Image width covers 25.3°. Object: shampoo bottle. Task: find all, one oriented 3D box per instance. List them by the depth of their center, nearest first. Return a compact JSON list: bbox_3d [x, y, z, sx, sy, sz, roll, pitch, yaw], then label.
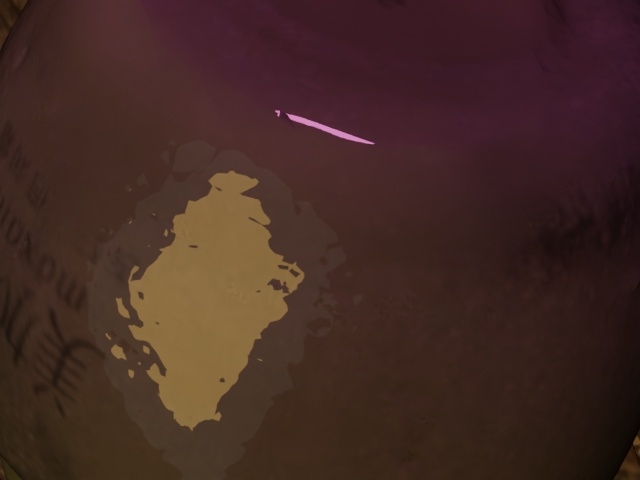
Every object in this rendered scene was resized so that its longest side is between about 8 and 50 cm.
[{"bbox_3d":[0.000,0.000,0.634,0.322,0.322,0.317,34,129,20],"label":"shampoo bottle"}]

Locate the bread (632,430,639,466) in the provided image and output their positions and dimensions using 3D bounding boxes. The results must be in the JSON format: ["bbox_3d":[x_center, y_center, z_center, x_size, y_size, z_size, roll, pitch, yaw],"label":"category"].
[{"bbox_3d":[0.248,0.098,0.642,0.236,0.070,0.236,27,129,38],"label":"bread"}]
